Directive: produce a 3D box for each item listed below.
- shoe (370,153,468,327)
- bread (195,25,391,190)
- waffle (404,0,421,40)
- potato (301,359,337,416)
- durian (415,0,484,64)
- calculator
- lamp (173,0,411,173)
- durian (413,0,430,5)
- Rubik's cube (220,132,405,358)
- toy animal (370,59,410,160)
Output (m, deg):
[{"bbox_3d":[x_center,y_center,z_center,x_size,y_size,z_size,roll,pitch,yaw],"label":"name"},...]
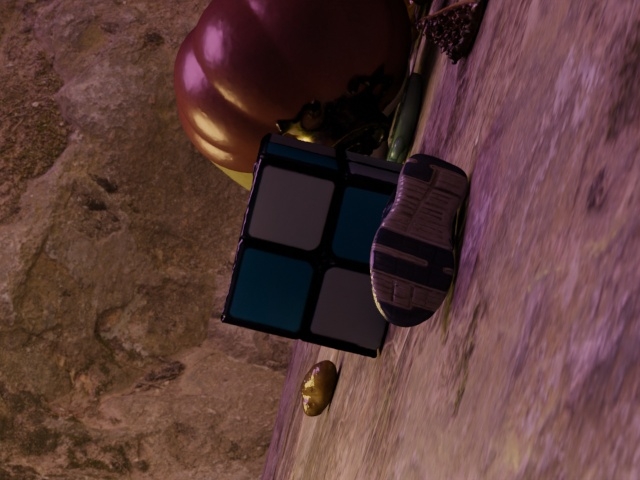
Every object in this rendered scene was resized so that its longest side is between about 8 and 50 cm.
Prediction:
[{"bbox_3d":[0.068,0.005,0.991,0.071,0.063,0.143,109,177,-55],"label":"shoe"},{"bbox_3d":[-0.047,-0.225,1.962,0.237,0.320,0.321,-82,6,-63],"label":"bread"},{"bbox_3d":[0.108,-0.385,1.808,0.245,0.052,0.254,-114,36,-60],"label":"waffle"},{"bbox_3d":[-0.004,0.193,1.773,0.046,0.045,0.092,49,139,41],"label":"potato"},{"bbox_3d":[0.128,-0.197,1.220,0.066,0.052,0.130,-38,5,-3],"label":"durian"},{"bbox_3d":[0.098,-0.139,1.577,0.153,0.021,0.095,-78,3,-51],"label":"calculator"},{"bbox_3d":[-0.023,-0.192,1.593,0.240,0.305,0.305,57,158,19],"label":"lamp"},{"bbox_3d":[0.122,-0.312,1.541,0.091,0.080,0.080,-4,66,44],"label":"durian"},{"bbox_3d":[-0.001,0.000,1.379,0.180,0.167,0.184,-89,12,-76],"label":"Rubik's cube"},{"bbox_3d":[0.050,-0.154,1.806,0.131,0.103,0.221,-101,25,-86],"label":"toy animal"}]
